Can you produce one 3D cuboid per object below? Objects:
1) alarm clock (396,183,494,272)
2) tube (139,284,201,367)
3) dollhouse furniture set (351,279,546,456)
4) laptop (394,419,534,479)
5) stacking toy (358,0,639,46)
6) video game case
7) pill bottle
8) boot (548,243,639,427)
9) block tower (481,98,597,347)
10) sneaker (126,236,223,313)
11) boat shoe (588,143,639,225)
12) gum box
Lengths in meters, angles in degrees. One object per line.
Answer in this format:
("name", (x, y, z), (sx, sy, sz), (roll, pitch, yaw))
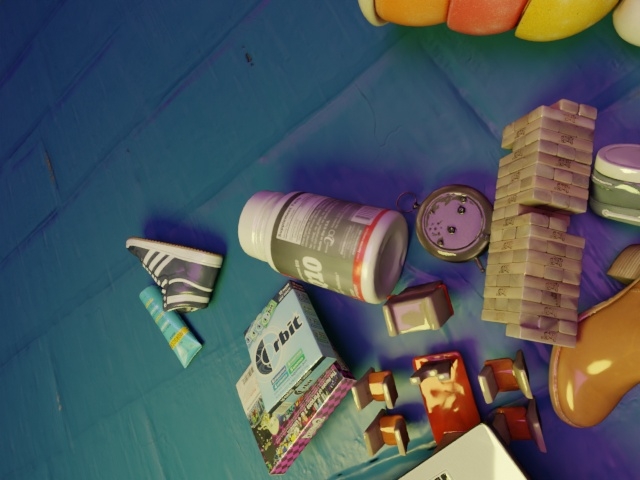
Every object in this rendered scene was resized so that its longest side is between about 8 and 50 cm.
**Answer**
("alarm clock", (0.211, -0.036, 0.714), (0.192, 0.064, 0.130), (29, 98, 31))
("tube", (-0.359, 0.199, 1.004), (0.207, 0.052, 0.080), (48, 117, 18))
("dollhouse furniture set", (0.191, 0.206, 0.679), (0.261, 0.135, 0.260), (-16, 88, 26))
("laptop", (0.140, 0.516, 0.496), (0.382, 0.236, 0.408), (55, 129, 29))
("stacking toy", (0.323, -0.409, 0.611), (0.479, 0.350, 0.351), (32, 100, 8))
("video game case", (-0.059, 0.270, 0.791), (0.232, 0.041, 0.210), (-56, 40, 11))
("pill bottle", (0.000, 0.000, 0.765), (0.282, 0.161, 0.162), (15, 91, 29))
("boot", (0.411, 0.135, 0.490), (0.108, 0.220, 0.284), (31, 93, -7))
("block tower", (0.313, -0.026, 0.607), (0.090, 0.097, 0.336), (11, 82, -10))
("sneaker", (-0.364, 0.082, 0.988), (0.281, 0.099, 0.153), (9, 87, 26))
("boat shoe", (0.512, -0.035, 0.523), (0.319, 0.116, 0.099), (25, 137, 33))
("gum box", (-0.064, 0.191, 0.769), (0.157, 0.041, 0.184), (-50, 42, 18))
